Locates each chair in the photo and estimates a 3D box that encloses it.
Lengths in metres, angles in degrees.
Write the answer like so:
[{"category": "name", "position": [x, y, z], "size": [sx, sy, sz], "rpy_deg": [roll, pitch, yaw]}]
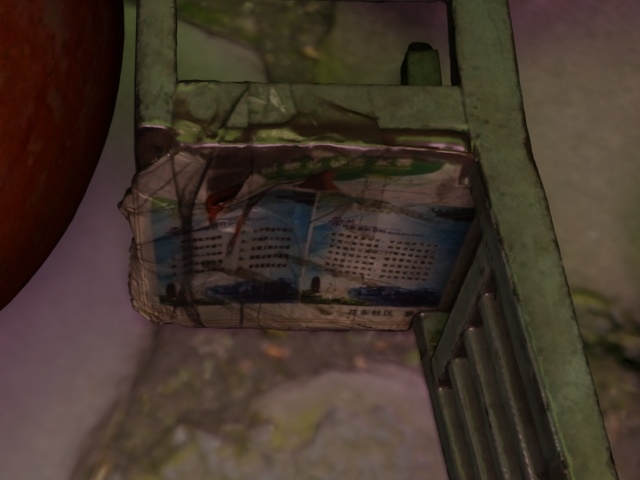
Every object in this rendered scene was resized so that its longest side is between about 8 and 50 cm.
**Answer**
[{"category": "chair", "position": [0.000, 0.000, 0.464], "size": [0.147, 0.136, 0.270], "rpy_deg": [-1, 62, -7]}]

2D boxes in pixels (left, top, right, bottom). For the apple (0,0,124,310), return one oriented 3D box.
[{"category": "apple", "position": [-0.178, -0.079, 0.414], "size": [0.254, 0.253, 0.253], "rpy_deg": [3, 60, -6]}]
